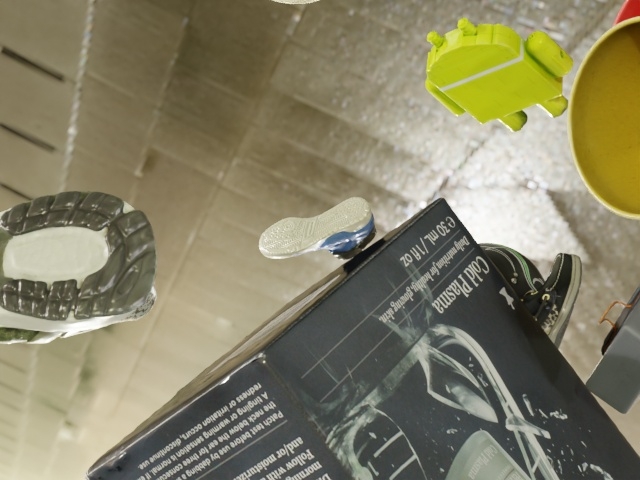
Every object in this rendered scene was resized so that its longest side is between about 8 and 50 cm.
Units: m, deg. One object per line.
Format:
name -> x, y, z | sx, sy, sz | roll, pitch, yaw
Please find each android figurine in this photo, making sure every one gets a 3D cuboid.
android figurine -> 0.289, -0.279, 2.125 | 0.248, 0.056, 0.273 | -19, 140, 41

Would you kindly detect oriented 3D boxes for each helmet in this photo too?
helmet -> 0.255, 0.082, 1.909 | 0.161, 0.169, 0.169 | 52, 179, 40

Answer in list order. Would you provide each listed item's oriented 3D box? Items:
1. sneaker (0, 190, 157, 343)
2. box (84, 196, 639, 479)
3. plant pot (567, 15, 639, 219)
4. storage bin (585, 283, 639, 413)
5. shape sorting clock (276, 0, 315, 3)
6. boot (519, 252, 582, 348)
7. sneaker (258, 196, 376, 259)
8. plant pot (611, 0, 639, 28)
sneaker -> -0.346, 0.053, 1.256 | 0.410, 0.158, 0.182 | 1, 158, 8
box -> 0.092, 0.275, 1.394 | 0.297, 0.480, 0.471 | -35, 92, 33
plant pot -> 0.249, -0.082, 0.862 | 0.095, 0.134, 0.134 | -2, 172, -33
storage bin -> 0.345, 0.117, 1.392 | 0.098, 0.091, 0.135 | 36, 132, 16
shape sorting clock -> -0.038, -0.429, 1.755 | 0.206, 0.206, 0.040 | 25, 167, -5
boot -> 0.243, 0.088, 1.711 | 0.179, 0.236, 0.085 | 23, 151, 5
sneaker -> 0.000, 0.001, 1.651 | 0.152, 0.058, 0.084 | -23, 146, 2
plant pot -> 0.615, -0.277, 1.970 | 0.243, 0.275, 0.275 | 16, 160, -20
